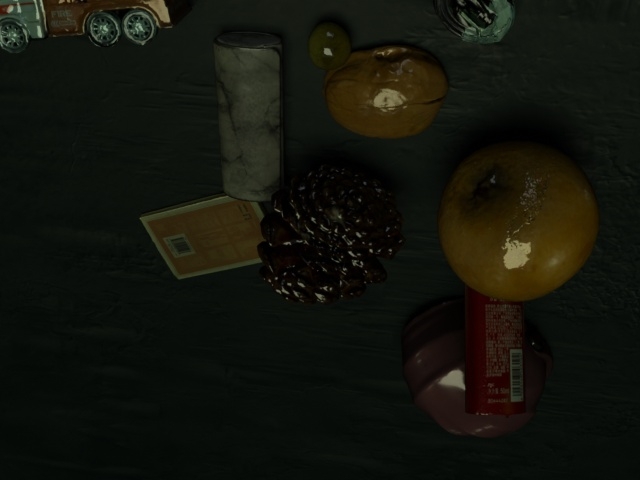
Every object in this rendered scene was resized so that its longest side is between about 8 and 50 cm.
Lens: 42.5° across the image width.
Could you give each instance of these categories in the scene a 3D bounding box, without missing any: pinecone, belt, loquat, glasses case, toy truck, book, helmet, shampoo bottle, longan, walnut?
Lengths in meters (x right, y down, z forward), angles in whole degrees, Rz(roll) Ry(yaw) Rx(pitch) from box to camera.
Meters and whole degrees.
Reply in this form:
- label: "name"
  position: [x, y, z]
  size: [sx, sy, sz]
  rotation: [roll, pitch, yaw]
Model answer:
- label: "pinecone"
  position: [0.003, 0.001, 1.452]
  size: [0.246, 0.246, 0.292]
  rotation: [30, 146, -15]
- label: "belt"
  position: [0.228, -0.355, 1.227]
  size: [0.140, 0.058, 0.105]
  rotation: [34, 128, -18]
- label: "loquat"
  position: [0.318, -0.031, 1.336]
  size: [0.263, 0.263, 0.263]
  rotation: [4, 128, 5]
- label: "glasses case"
  position: [-0.119, -0.204, 1.399]
  size: [0.114, 0.060, 0.299]
  rotation: [5, 128, 5]
- label: "toy truck"
  position: [-0.382, -0.396, 1.250]
  size: [0.339, 0.133, 0.184]
  rotation: [-2, 117, 7]
- label: "book"
  position: [-0.208, -0.010, 1.592]
  size: [0.242, 0.018, 0.170]
  rotation: [-12, 126, 18]
- label: "helmet"
  position: [0.313, 0.281, 1.630]
  size: [0.338, 0.197, 0.271]
  rotation: [37, 122, -18]
- label: "shampoo bottle"
  position: [0.313, 0.158, 1.484]
  size: [0.118, 0.314, 0.076]
  rotation: [2, 173, -19]
- label: "longan"
  position: [0.009, -0.308, 1.300]
  size: [0.083, 0.075, 0.075]
  rotation: [29, 142, 41]
- label: "walnut"
  position: [0.102, -0.224, 1.333]
  size: [0.211, 0.087, 0.167]
  rotation: [-3, 131, 11]
